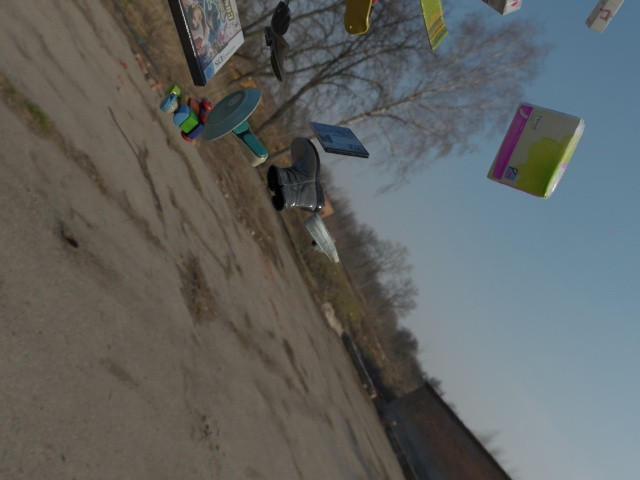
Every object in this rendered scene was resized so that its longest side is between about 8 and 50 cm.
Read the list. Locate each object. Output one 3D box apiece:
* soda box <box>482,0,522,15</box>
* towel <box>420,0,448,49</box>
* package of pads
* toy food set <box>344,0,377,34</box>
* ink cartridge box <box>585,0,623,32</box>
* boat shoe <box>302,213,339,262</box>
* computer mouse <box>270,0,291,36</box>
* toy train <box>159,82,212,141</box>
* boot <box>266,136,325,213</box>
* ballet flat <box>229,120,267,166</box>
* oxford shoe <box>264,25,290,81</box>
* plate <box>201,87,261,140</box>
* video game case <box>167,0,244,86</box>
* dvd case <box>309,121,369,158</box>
[{"bbox_3d":[0.737,-1.084,2.192,0.286,0.098,0.091,57,-15,33],"label":"soda box"},{"bbox_3d":[0.344,-0.717,1.571,0.021,0.102,0.237,16,-30,36],"label":"towel"},{"bbox_3d":[0.759,-0.314,1.798,0.229,0.296,0.101,28,15,31],"label":"package of pads"},{"bbox_3d":[0.141,-0.718,1.517,0.128,0.071,0.217,37,-60,53],"label":"toy food set"},{"bbox_3d":[0.978,-0.791,1.761,0.088,0.052,0.122,-67,-178,-50],"label":"ink cartridge box"},{"bbox_3d":[0.000,0.000,1.980,0.079,0.081,0.227,-101,165,-61],"label":"boat shoe"},{"bbox_3d":[-0.111,-0.744,1.585,0.071,0.041,0.242,61,-34,29],"label":"computer mouse"},{"bbox_3d":[-0.421,-0.433,1.592,0.143,0.105,0.248,39,27,-36],"label":"toy train"},{"bbox_3d":[-0.107,-0.266,1.950,0.223,0.118,0.337,6,61,-44],"label":"boot"},{"bbox_3d":[-0.284,-0.373,1.848,0.248,0.086,0.086,57,-1,9],"label":"ballet flat"},{"bbox_3d":[-0.162,-0.766,2.092,0.083,0.096,0.227,-167,-114,-72],"label":"oxford shoe"},{"bbox_3d":[-0.228,-0.322,1.266,0.024,0.188,0.188,49,8,-36],"label":"plate"},{"bbox_3d":[-0.284,-0.575,1.292,0.274,0.035,0.248,82,26,-47],"label":"video game case"},{"bbox_3d":[0.070,-0.394,1.999,0.253,0.181,0.022,-115,-144,-51],"label":"dvd case"}]
